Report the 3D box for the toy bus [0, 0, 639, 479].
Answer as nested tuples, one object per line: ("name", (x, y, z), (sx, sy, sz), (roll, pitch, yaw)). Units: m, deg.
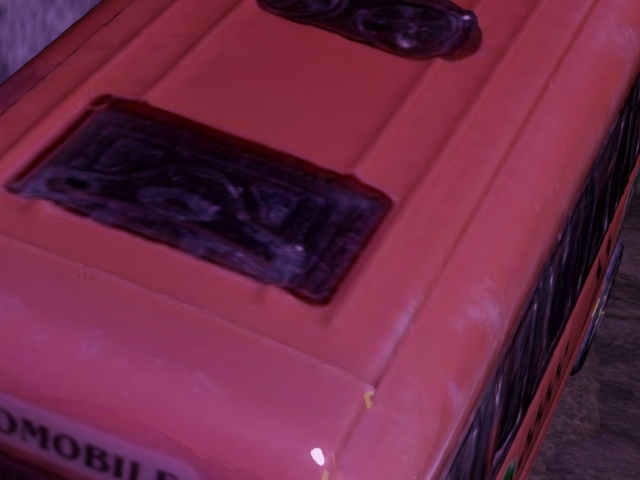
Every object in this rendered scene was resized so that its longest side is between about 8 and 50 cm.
("toy bus", (0.000, 0.000, 0.548), (0.427, 0.203, 0.233), (-55, 161, -50))
